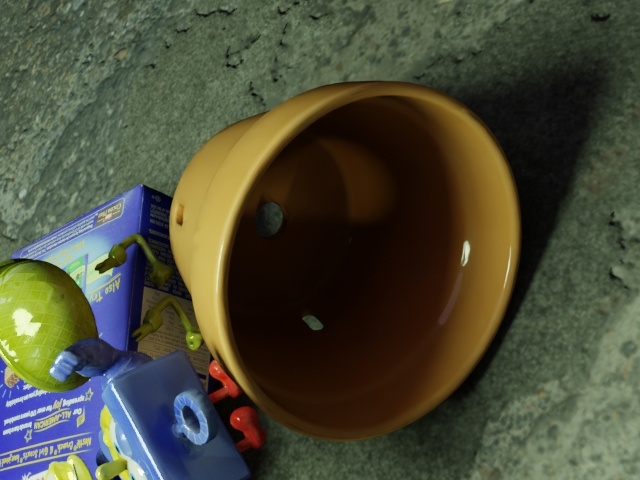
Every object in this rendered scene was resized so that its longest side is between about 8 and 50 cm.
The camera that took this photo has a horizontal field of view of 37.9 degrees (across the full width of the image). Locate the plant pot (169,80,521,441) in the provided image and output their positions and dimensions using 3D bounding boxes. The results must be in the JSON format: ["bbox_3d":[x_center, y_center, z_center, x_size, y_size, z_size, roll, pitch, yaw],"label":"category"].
[{"bbox_3d":[0.000,0.000,0.812,0.203,0.291,0.291,23,85,56],"label":"plant pot"}]

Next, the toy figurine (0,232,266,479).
[{"bbox_3d":[-0.114,0.123,0.720,0.362,0.191,0.217,62,150,11],"label":"toy figurine"}]

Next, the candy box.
[{"bbox_3d":[-0.230,0.139,0.962,0.268,0.122,0.317,-20,58,42],"label":"candy box"}]
